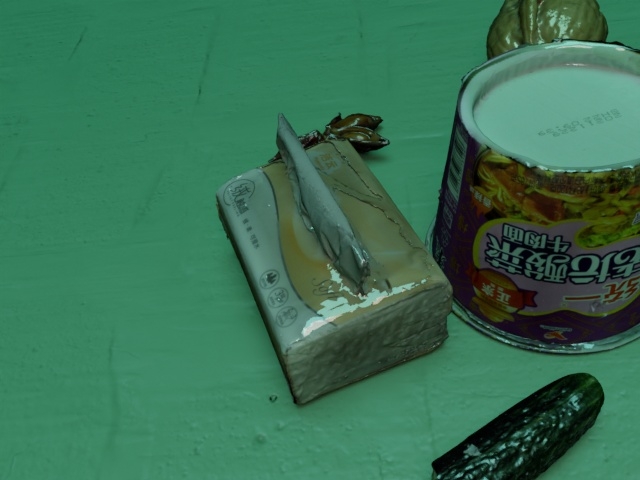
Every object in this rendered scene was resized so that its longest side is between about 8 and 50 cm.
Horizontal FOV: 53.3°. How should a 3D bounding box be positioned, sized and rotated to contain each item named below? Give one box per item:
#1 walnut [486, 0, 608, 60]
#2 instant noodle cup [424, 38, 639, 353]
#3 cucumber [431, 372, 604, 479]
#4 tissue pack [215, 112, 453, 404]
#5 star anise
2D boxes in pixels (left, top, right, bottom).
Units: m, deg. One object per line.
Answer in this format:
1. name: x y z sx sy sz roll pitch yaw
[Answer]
1. walnut: 0.376 -0.332 1.069 0.198 0.198 0.245 8 46 18
2. instant noodle cup: 0.297 -0.071 0.785 0.340 0.265 0.339 -5 46 5
3. cucumber: 0.206 0.216 0.665 0.241 0.074 0.074 -28 48 -19
4. tissue pack: 0.000 0.000 0.802 0.239 0.238 0.305 -20 47 -8
5. star anise: 0.036 -0.154 1.057 0.212 0.053 0.157 -33 50 -22
